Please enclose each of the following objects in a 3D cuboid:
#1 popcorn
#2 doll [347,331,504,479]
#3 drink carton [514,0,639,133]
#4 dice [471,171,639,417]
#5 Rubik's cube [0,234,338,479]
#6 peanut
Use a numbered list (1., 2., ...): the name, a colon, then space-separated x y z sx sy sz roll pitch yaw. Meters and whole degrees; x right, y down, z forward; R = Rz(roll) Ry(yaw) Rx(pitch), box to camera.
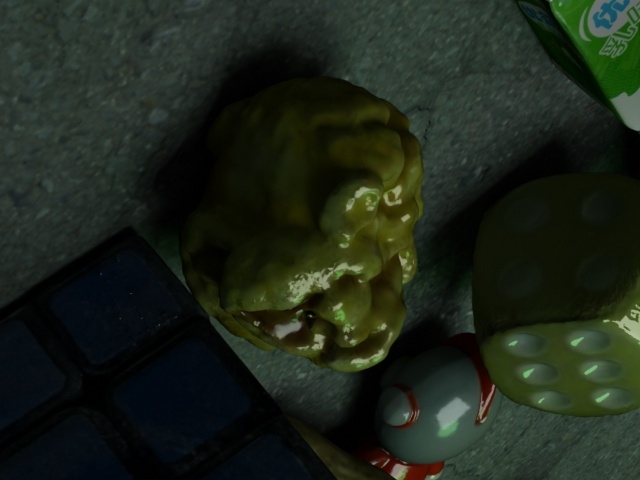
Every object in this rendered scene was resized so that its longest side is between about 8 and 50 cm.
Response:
1. popcorn: 0.000 0.000 1.203 0.200 0.203 0.226 15 127 -48
2. doll: 0.083 0.200 1.656 0.200 0.105 0.336 0 137 -45
3. drink carton: 0.245 -0.213 1.305 0.161 0.108 0.271 -45 150 4
4. dice: 0.240 0.051 1.511 0.166 0.169 0.169 -5 142 23
5. Rubik's cube: -0.155 0.239 1.227 0.301 0.305 0.304 -33 147 -13
6. peanut: 0.008 0.233 1.549 0.214 0.099 0.099 26 111 -26
